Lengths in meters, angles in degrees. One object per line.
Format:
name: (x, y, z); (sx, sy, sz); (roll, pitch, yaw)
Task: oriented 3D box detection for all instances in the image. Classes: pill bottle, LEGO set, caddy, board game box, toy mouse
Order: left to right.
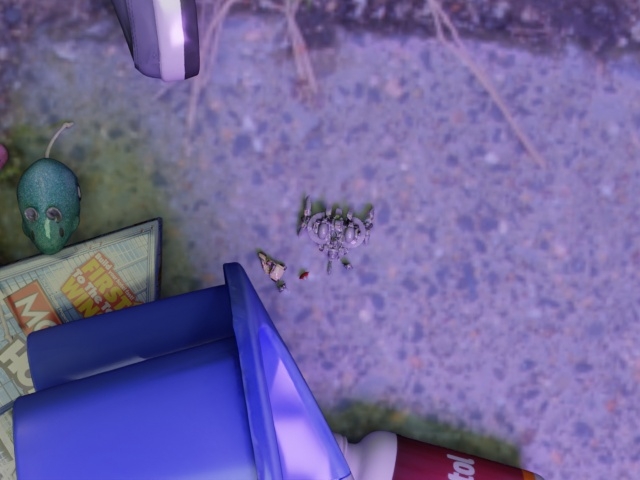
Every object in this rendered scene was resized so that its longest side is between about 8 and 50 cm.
toy mouse: (-0.203, -0.033, 1.028); (0.161, 0.031, 0.143); (31, 66, 25)
board game box: (-0.159, 0.078, 1.048); (0.194, 0.060, 0.194); (-31, 95, -1)
caddy: (-0.059, 0.184, 0.929); (0.179, 0.241, 0.341); (-8, 106, -3)
LEGO set: (0.001, 0.003, 1.072); (0.054, 0.023, 0.083); (40, 90, -5)
pill bottle: (0.062, 0.171, 1.054); (0.152, 0.086, 0.086); (15, 92, -4)

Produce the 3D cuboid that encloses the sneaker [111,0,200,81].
sneaker: (-0.186, -0.221, 0.995); (0.178, 0.124, 0.296); (-17, 86, -8)
